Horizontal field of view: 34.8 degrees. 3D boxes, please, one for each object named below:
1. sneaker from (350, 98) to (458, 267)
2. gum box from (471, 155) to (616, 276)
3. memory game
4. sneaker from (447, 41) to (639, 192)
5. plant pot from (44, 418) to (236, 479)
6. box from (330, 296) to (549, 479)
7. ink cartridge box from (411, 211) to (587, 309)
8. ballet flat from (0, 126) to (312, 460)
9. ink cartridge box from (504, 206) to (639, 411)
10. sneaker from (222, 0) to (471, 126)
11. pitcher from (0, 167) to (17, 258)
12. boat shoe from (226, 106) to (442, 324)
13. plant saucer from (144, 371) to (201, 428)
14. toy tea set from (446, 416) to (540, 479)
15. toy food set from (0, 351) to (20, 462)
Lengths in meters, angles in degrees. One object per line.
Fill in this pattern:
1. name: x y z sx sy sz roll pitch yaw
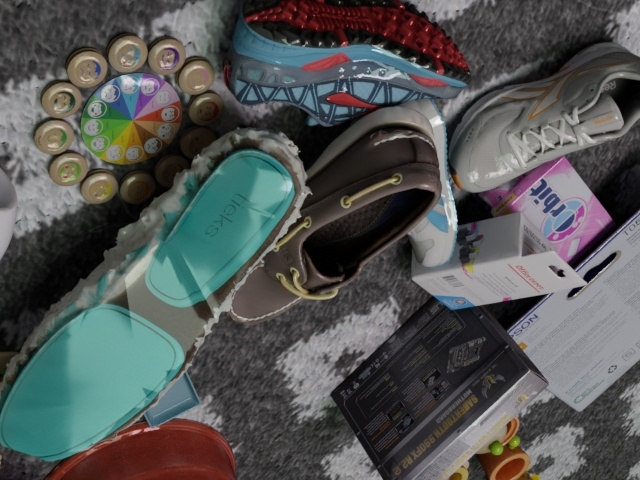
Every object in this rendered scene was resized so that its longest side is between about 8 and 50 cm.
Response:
1. sneaker: 0.093 -0.060 1.124 0.092 0.087 0.229 -20 127 -6
2. gum box: 0.275 -0.042 1.257 0.107 0.062 0.188 -44 136 7
3. memory game: -0.177 -0.110 0.961 0.186 0.012 0.186 -17 132 -19
4. sneaker: 0.262 -0.133 1.118 0.262 0.121 0.099 -33 115 -7
5. plant pot: -0.179 0.401 1.206 0.272 0.265 0.272 -17 133 -19
6. box: 0.144 0.188 1.284 0.231 0.183 0.056 -46 135 9
7. ink cartridge box: 0.211 0.024 1.206 0.181 0.062 0.104 -13 148 33
8. ballet flat: -0.162 0.049 1.014 0.409 0.147 0.147 -45 135 8
9. ink cartridge box: 0.404 0.072 1.420 0.324 0.071 0.330 -44 138 10
10. sneaker: 0.023 -0.169 0.993 0.261 0.104 0.125 5 140 -29
11. pitcher: -0.371 0.008 0.855 0.207 0.125 0.177 -43 152 18
12. boat shoe: 0.000 0.000 1.046 0.116 0.097 0.324 23 130 -35
13. plant saucer: -0.192 0.140 1.157 0.067 0.018 0.192 -26 136 -11
14. toy tea set: 0.253 0.384 1.556 0.200 0.124 0.336 -30 136 -6
15. toy food set: -0.382 0.170 1.059 0.132 0.038 0.192 3 131 -25
